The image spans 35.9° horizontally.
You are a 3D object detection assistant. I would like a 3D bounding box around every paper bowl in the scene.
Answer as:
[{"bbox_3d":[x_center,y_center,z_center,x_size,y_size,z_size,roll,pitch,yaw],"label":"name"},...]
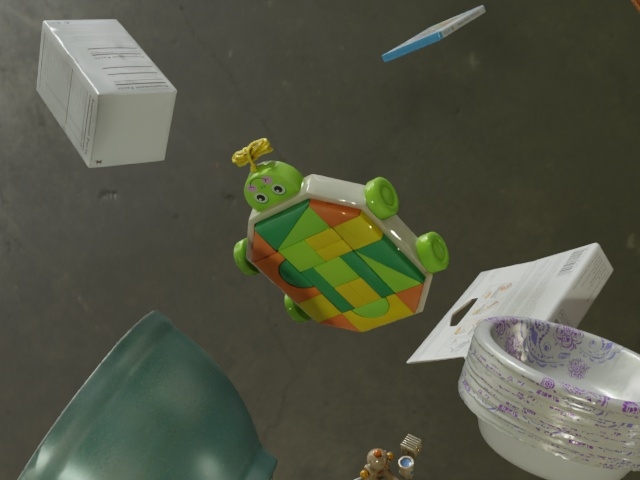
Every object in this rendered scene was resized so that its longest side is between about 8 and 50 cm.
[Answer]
[{"bbox_3d":[0.323,0.219,1.304,0.284,0.284,0.148,13,103,-10],"label":"paper bowl"}]

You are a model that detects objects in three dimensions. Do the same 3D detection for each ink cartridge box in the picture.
[{"bbox_3d":[0.325,0.131,1.681,0.296,0.261,0.066,-43,107,-41],"label":"ink cartridge box"}]

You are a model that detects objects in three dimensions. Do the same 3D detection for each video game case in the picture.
[{"bbox_3d":[0.190,-0.346,1.646,0.166,0.119,0.015,-38,108,-46],"label":"video game case"}]

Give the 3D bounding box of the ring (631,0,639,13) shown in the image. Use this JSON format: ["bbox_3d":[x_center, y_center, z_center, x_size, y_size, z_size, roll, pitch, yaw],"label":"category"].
[{"bbox_3d":[0.405,-0.320,0.860,0.337,0.032,0.336,-5,112,-12],"label":"ring"}]

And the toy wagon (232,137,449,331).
[{"bbox_3d":[0.000,0.000,1.379,0.344,0.267,0.068,44,40,-29],"label":"toy wagon"}]

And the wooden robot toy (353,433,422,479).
[{"bbox_3d":[0.110,0.381,1.663,0.173,0.079,0.076,-30,46,-26],"label":"wooden robot toy"}]

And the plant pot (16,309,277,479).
[{"bbox_3d":[-0.168,0.246,1.001,0.196,0.293,0.293,33,65,2],"label":"plant pot"}]

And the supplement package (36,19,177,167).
[{"bbox_3d":[-0.352,-0.243,1.602,0.134,0.139,0.244,-10,43,-34],"label":"supplement package"}]
